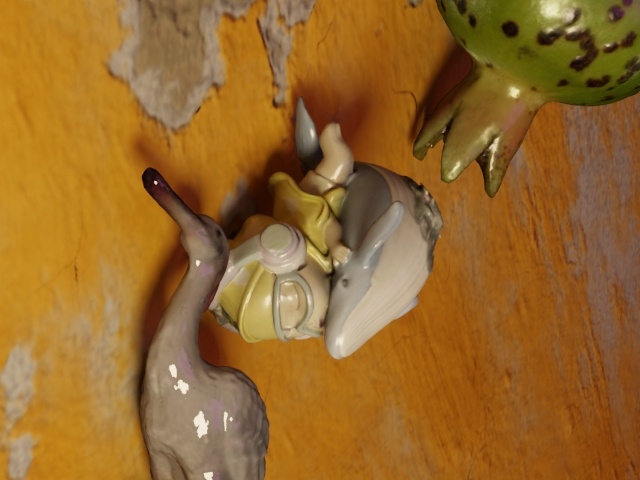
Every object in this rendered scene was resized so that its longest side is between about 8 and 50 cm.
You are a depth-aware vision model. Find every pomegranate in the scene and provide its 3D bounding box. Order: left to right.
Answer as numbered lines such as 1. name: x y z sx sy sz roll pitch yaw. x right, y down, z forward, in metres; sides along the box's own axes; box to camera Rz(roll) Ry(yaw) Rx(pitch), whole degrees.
1. pomegranate: 0.205 -0.185 1.513 0.231 0.231 0.286 -26 133 -54

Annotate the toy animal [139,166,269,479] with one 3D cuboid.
1. toy animal: -0.090 0.122 1.241 0.195 0.090 0.324 12 93 -60

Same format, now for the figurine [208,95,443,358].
1. figurine: 0.000 0.000 1.316 0.128 0.184 0.208 76 1 -51
